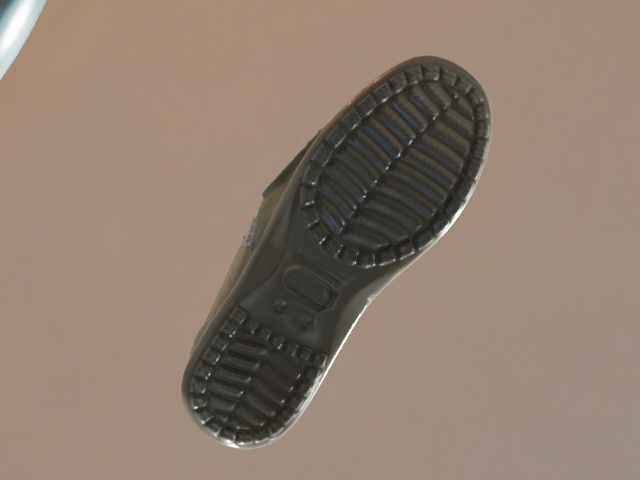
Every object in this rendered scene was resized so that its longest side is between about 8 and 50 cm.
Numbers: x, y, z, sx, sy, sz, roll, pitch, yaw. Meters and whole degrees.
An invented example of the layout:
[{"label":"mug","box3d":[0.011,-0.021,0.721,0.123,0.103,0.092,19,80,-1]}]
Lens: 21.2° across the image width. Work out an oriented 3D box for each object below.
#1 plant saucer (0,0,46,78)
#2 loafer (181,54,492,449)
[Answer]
[{"label":"plant saucer","box3d":[-0.253,-0.179,1.146,0.318,0.044,0.317,-29,-132,37]},{"label":"loafer","box3d":[0.000,0.000,1.040,0.102,0.092,0.268,39,-95,-16]}]
